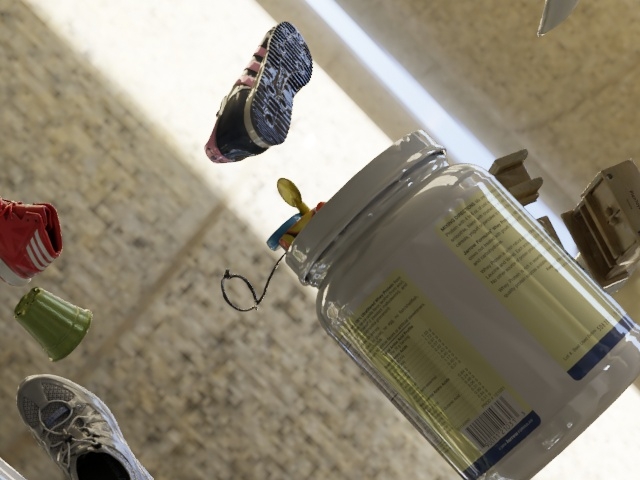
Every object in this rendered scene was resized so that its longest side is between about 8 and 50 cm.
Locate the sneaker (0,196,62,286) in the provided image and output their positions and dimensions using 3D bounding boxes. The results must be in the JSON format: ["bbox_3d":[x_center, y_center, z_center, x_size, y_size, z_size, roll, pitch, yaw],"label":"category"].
[{"bbox_3d":[-0.443,-0.050,1.946,0.128,0.221,0.087,-31,-158,27],"label":"sneaker"}]

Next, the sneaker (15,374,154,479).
[{"bbox_3d":[-0.322,0.281,1.935,0.105,0.281,0.115,-46,161,-8],"label":"sneaker"}]

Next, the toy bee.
[{"bbox_3d":[0.000,0.000,2.092,0.162,0.195,0.298,-46,-166,36],"label":"toy bee"}]

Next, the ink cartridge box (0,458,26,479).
[{"bbox_3d":[-0.583,0.454,2.266,0.219,0.160,0.092,-48,-174,2],"label":"ink cartridge box"}]

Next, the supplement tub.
[{"bbox_3d":[0.144,0.071,1.413,0.235,0.325,0.235,-42,171,-8],"label":"supplement tub"}]

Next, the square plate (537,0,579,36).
[{"bbox_3d":[0.319,-0.447,1.512,0.344,0.049,0.347,98,11,-53],"label":"square plate"}]

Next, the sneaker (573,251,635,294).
[{"bbox_3d":[0.407,-0.014,1.958,0.232,0.115,0.090,-48,-139,14],"label":"sneaker"}]

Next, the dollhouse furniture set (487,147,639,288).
[{"bbox_3d":[0.261,0.016,1.649,0.242,0.212,0.161,-21,164,-14],"label":"dollhouse furniture set"}]

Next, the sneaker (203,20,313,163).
[{"bbox_3d":[-0.104,-0.236,2.210,0.131,0.112,0.319,-24,-155,29],"label":"sneaker"}]

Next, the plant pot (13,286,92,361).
[{"bbox_3d":[-0.354,0.102,1.827,0.083,0.079,0.083,-35,-150,23],"label":"plant pot"}]
